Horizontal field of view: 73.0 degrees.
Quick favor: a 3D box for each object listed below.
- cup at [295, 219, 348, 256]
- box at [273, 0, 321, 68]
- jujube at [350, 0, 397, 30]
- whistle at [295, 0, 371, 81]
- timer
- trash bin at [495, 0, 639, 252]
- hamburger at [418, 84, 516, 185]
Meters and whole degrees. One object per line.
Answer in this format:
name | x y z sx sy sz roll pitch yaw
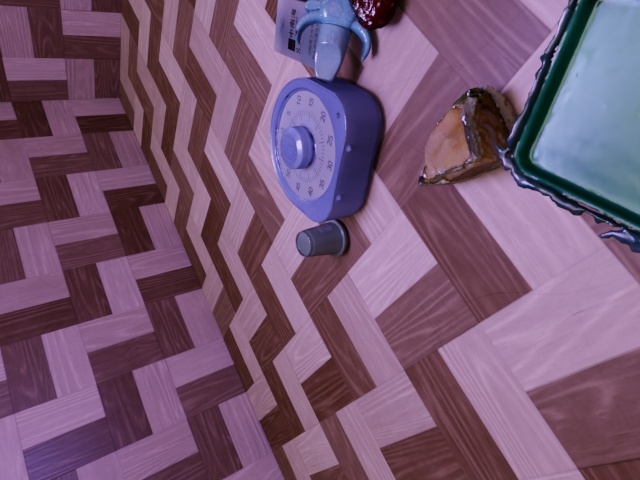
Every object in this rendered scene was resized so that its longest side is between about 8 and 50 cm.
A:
cup | 0.000 0.000 1.311 0.120 0.141 0.119 24 120 51
box | -0.037 -0.579 1.203 0.243 0.067 0.155 42 133 39
jujube | 0.122 -0.553 0.955 0.104 0.104 0.165 10 107 54
whistle | 0.041 -0.527 1.045 0.093 0.187 0.273 -75 -1 -78
timer | -0.023 -0.268 1.211 0.395 0.174 0.394 29 126 48
trash bin | 0.392 -0.154 0.454 0.295 0.382 0.259 43 134 39
hamburger | 0.285 -0.188 0.858 0.207 0.136 0.155 134 132 -68
